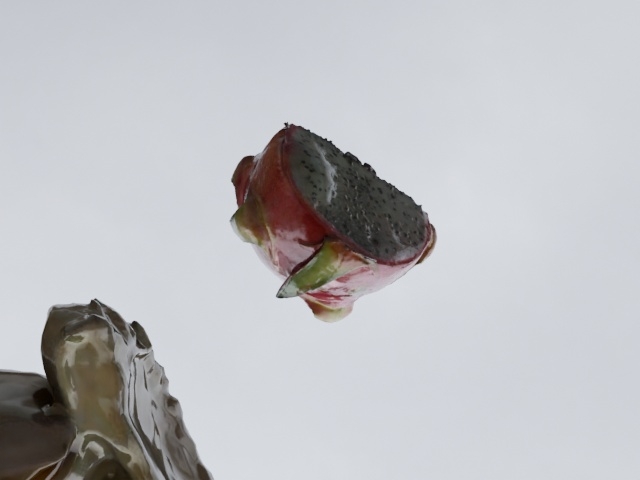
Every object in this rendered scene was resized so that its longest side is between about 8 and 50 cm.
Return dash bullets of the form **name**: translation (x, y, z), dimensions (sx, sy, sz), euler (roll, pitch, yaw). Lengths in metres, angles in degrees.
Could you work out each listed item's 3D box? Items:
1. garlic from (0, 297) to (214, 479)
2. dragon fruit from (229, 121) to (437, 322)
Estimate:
- **garlic**: translation (-0.084, 0.139, 0.507), dimensions (0.191, 0.214, 0.160), euler (-35, -179, 6)
- **dragon fruit**: translation (0.000, 0.000, 0.690), dimensions (0.056, 0.083, 0.060), euler (-38, -152, 34)
